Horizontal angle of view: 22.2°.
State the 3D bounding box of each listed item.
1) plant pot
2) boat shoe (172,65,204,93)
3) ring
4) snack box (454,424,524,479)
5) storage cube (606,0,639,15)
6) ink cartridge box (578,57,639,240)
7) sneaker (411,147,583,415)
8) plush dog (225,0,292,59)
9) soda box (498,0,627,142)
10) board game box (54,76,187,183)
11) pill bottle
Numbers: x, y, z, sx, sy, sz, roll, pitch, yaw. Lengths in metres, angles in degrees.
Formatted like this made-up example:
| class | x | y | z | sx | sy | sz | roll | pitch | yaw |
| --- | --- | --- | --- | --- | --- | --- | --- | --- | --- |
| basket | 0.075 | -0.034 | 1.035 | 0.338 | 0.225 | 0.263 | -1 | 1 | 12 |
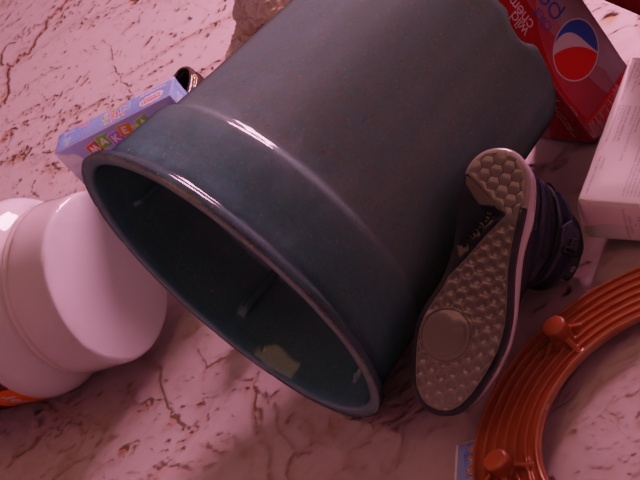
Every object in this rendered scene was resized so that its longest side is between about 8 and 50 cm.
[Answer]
| class | x | y | z | sx | sy | sz | roll | pitch | yaw |
| --- | --- | --- | --- | --- | --- | --- | --- | --- | --- |
| plant pot | 0.021 | -0.073 | 1.491 | 0.334 | 0.341 | 0.341 | -48 | 33 | -17 |
| boat shoe | -0.200 | -0.115 | 2.010 | 0.081 | 0.069 | 0.228 | -4 | 48 | 44 |
| ring | 0.265 | 0.124 | 1.254 | 0.336 | 0.032 | 0.337 | -24 | 36 | 19 |
| snack box | 0.135 | 0.228 | 1.296 | 0.064 | 0.022 | 0.178 | -22 | 37 | 26 |
| storage cube | 0.358 | -0.310 | 1.480 | 0.215 | 0.193 | 0.184 | 121 | 166 | -44 |
| ink cartridge box | 0.356 | -0.077 | 1.422 | 0.224 | 0.056 | 0.181 | 7 | 54 | 27 |
| sneaker | 0.157 | 0.049 | 1.400 | 0.086 | 0.163 | 0.226 | 16 | 85 | 26 |
| plush dog | 0.003 | -0.259 | 1.887 | 0.262 | 0.210 | 0.225 | -41 | 56 | 0 |
| soda box | 0.189 | -0.208 | 1.532 | 0.092 | 0.263 | 0.083 | 13 | 60 | 53 |
| board game box | -0.161 | -0.066 | 1.778 | 0.160 | 0.211 | 0.039 | -24 | 36 | 26 |
| pill bottle | -0.374 | 0.080 | 1.818 | 0.392 | 0.224 | 0.224 | -16 | 40 | 35 |
